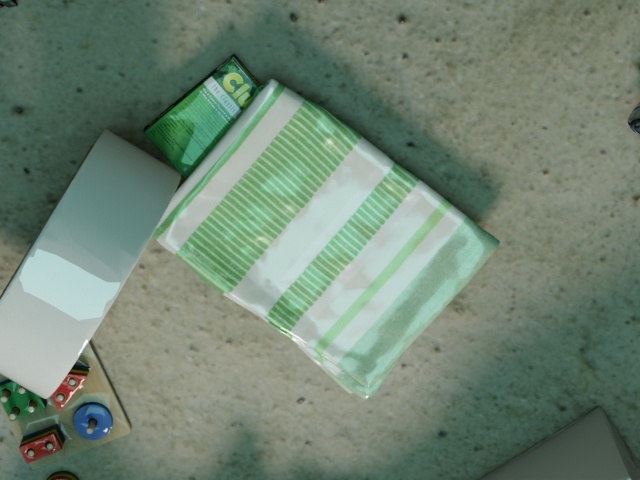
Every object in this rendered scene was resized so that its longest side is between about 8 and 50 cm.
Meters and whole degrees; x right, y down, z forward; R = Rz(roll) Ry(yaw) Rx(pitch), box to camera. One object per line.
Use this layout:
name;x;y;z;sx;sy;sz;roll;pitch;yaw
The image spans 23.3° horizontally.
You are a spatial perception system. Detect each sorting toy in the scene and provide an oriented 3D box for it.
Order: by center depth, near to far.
sorting toy;-0.314;0.189;1.825;0.132;0.046;0.274;-21;105;6

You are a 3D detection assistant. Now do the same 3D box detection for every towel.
towel;0.000;0.000;1.746;0.325;0.038;0.248;37;102;-11

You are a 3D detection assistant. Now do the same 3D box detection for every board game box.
board game box;-0.065;-0.070;1.758;0.136;0.030;0.259;-37;104;12

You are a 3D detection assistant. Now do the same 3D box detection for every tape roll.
tape roll;-0.262;0.025;1.654;0.100;0.286;0.286;31;104;-10

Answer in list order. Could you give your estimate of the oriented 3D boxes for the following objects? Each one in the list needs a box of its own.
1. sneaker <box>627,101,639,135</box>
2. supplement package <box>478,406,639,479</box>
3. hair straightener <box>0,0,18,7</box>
sneaker;0.407;-0.073;1.721;0.163;0.086;0.226;12;97;-15
supplement package;0.265;0.349;1.795;0.262;0.204;0.145;-33;104;10
hair straightener;-0.417;-0.275;1.682;0.230;0.047;0.089;-14;107;4
